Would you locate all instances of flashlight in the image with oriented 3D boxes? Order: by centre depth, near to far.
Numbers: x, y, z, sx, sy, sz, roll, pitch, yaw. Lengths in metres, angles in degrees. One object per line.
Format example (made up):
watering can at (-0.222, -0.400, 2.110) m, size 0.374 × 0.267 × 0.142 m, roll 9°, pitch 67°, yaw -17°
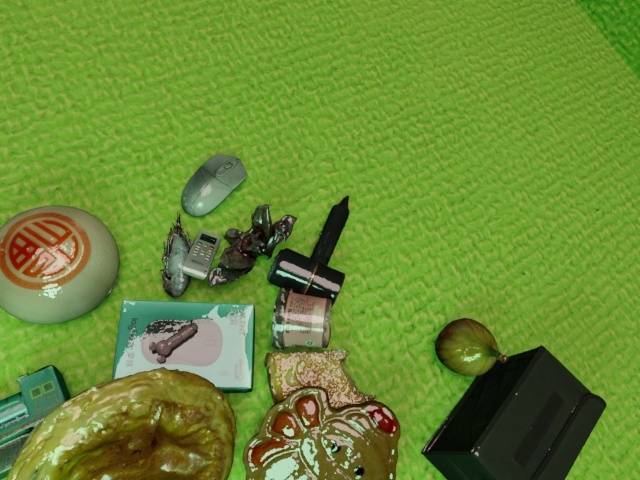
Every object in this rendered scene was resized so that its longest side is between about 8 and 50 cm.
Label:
flashlight at (-0.319, 0.217, 1.101) m, size 0.110 × 0.031 × 0.052 m, roll -35°, pitch 103°, yaw -27°

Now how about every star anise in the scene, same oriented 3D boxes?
star anise at (-0.179, 0.014, 1.259) m, size 0.129 × 0.212 × 0.282 m, roll 46°, pitch 73°, yaw -9°

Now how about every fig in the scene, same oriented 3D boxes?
fig at (0.403, 0.297, 1.295) m, size 0.161 × 0.231 × 0.143 m, roll 3°, pitch 109°, yaw -19°

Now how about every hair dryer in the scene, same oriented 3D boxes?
hair dryer at (0.000, 0.000, 1.372) m, size 0.189 × 0.107 × 0.352 m, roll 24°, pitch 57°, yaw -2°

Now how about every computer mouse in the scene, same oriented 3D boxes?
computer mouse at (-0.285, -0.160, 1.363) m, size 0.113 × 0.068 × 0.229 m, roll 37°, pitch 65°, yaw 0°

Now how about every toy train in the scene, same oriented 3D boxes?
toy train at (-0.650, 0.403, 1.030) m, size 0.298 × 0.120 × 0.194 m, roll -24°, pitch 69°, yaw -21°

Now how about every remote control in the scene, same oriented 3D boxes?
remote control at (-0.297, 0.033, 1.257) m, size 0.065 × 0.029 × 0.166 m, roll 20°, pitch 32°, yaw -10°

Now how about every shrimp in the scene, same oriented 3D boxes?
shrimp at (-0.358, 0.031, 1.271) m, size 0.090 × 0.079 × 0.232 m, roll 20°, pitch 57°, yaw -46°

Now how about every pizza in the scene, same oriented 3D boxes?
pizza at (0.006, 0.381, 1.217) m, size 0.223 × 0.089 × 0.323 m, roll -29°, pitch 80°, yaw -15°

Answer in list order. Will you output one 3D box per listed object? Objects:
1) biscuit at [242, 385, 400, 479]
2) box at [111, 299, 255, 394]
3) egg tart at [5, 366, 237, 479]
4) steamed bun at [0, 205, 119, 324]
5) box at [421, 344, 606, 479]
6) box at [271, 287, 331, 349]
biscuit at (0.013, 0.504, 1.119) m, size 0.381 × 0.074 × 0.359 m, roll -43°, pitch 88°, yaw -1°
box at (-0.309, 0.250, 1.171) m, size 0.312 × 0.118 × 0.204 m, roll 5°, pitch 70°, yaw -12°
egg tart at (-0.381, 0.427, 0.995) m, size 0.444 × 0.178 × 0.442 m, roll -15°, pitch 118°, yaw -30°
steamed bun at (-0.609, 0.045, 1.140) m, size 0.283 × 0.177 × 0.282 m, roll 5°, pitch 69°, yaw -13°
box at (0.456, 0.461, 1.215) m, size 0.204 × 0.251 × 0.345 m, roll 45°, pitch 64°, yaw 5°
box at (-0.041, 0.196, 1.227) m, size 0.135 × 0.151 × 0.151 m, roll 5°, pitch 67°, yaw 3°
